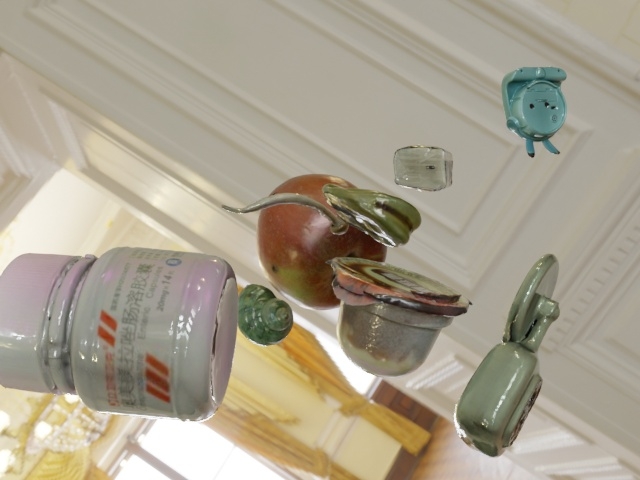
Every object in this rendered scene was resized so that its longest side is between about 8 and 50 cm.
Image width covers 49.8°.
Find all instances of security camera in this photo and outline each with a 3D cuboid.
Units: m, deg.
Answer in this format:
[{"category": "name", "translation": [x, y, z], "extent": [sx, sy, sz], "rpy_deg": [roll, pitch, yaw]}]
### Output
[{"category": "security camera", "translation": [0.285, 0.157, 0.966], "extent": [0.302, 0.080, 0.157], "rpy_deg": [-57, -32, -19]}]

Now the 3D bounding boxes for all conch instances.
[{"category": "conch", "translation": [-0.162, 0.215, 1.989], "extent": [0.122, 0.188, 0.176], "rpy_deg": [26, -112, -69]}]

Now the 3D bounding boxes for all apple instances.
[{"category": "apple", "translation": [0.000, 0.000, 1.767], "extent": [0.348, 0.277, 0.349], "rpy_deg": [-21, -51, -29]}]

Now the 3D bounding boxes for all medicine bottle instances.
[{"category": "medicine bottle", "translation": [-0.302, 0.134, 1.049], "extent": [0.256, 0.324, 0.256], "rpy_deg": [6, -90, -87]}]

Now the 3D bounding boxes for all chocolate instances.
[{"category": "chocolate", "translation": [0.092, 0.117, 0.960], "extent": [0.221, 0.221, 0.147], "rpy_deg": [-21, -53, -82]}]

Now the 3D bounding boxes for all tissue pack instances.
[{"category": "tissue pack", "translation": [0.207, -0.143, 1.365], "extent": [0.170, 0.103, 0.091], "rpy_deg": [-15, -71, -74]}]

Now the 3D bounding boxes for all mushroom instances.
[{"category": "mushroom", "translation": [-0.052, -0.060, 1.352], "extent": [0.306, 0.043, 0.068], "rpy_deg": [13, -81, -42]}]

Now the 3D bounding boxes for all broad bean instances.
[{"category": "broad bean", "translation": [0.081, -0.052, 1.269], "extent": [0.072, 0.206, 0.153], "rpy_deg": [-58, -37, -18]}]

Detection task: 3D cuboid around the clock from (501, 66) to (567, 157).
[{"category": "clock", "translation": [0.356, -0.208, 1.131], "extent": [0.045, 0.108, 0.147], "rpy_deg": [173, 91, -73]}]
